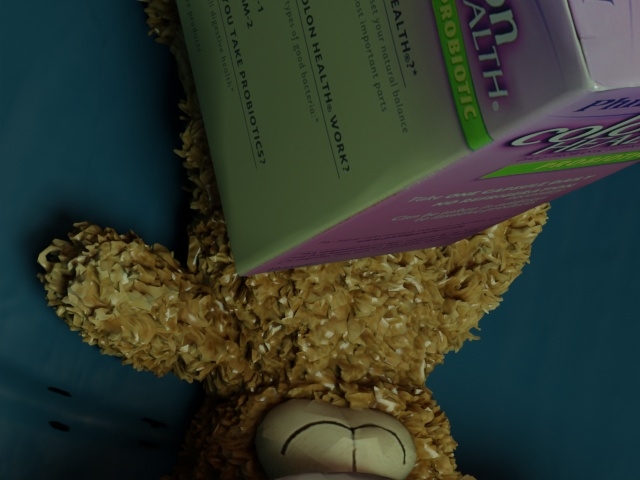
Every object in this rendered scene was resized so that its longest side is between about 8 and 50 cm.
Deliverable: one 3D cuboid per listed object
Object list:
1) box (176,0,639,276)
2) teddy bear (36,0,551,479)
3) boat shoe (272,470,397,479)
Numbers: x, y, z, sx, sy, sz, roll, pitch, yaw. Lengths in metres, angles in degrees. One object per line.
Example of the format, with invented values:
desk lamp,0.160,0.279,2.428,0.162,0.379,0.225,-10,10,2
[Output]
box,0.046,-0.122,0.608,0.117,0.243,0.214,-8,79,-30
teddy bear,0.000,0.000,0.741,0.245,0.113,0.338,23,74,-31
boat shoe,0.064,0.187,0.657,0.340,0.158,0.127,3,117,-45
